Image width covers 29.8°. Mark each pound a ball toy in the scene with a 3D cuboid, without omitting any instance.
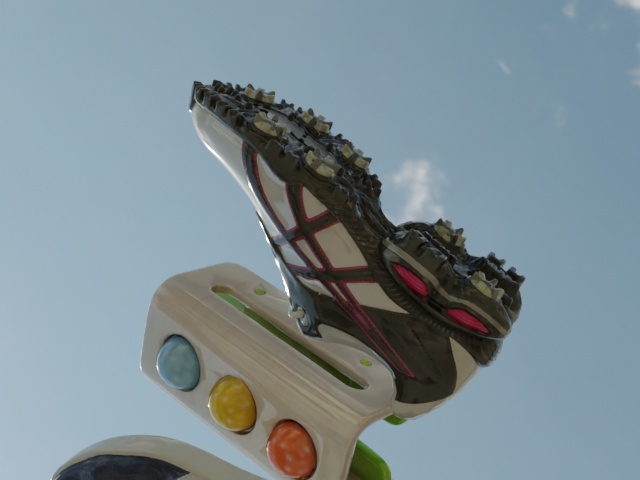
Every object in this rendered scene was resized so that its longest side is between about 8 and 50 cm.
[{"bbox_3d":[-0.041,0.189,1.156,0.135,0.319,0.208,-16,-51,-45],"label":"pound a ball toy"}]

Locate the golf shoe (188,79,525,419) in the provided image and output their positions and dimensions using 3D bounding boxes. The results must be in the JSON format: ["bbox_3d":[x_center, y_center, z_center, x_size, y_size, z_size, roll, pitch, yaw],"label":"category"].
[{"bbox_3d":[0.000,0.000,0.790,0.273,0.105,0.120,42,-67,16],"label":"golf shoe"}]

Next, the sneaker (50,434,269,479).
[{"bbox_3d":[-0.090,0.251,0.889,0.148,0.350,0.131,-47,-46,-45],"label":"sneaker"}]
